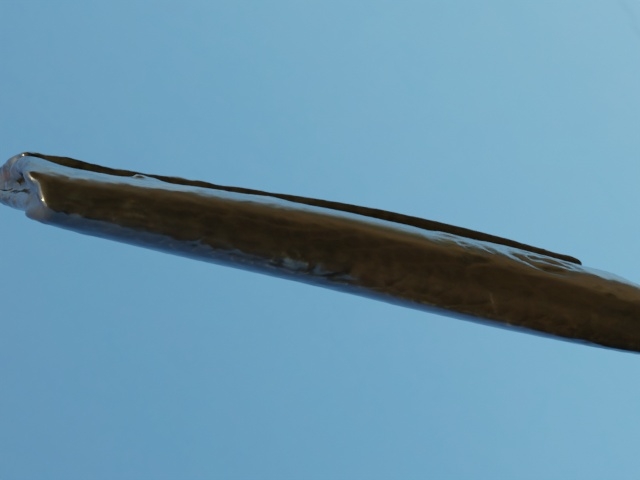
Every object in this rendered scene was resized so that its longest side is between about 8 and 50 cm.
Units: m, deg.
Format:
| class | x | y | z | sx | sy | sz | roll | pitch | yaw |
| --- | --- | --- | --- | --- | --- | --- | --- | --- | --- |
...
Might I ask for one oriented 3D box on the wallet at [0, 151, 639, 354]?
| class | x | y | z | sx | sy | sz | roll | pitch | yaw |
| --- | --- | --- | --- | --- | --- | --- | --- | --- | --- |
| wallet | 0.000 | 0.000 | 0.909 | 0.321 | 0.044 | 0.170 | 13 | -177 | -16 |
